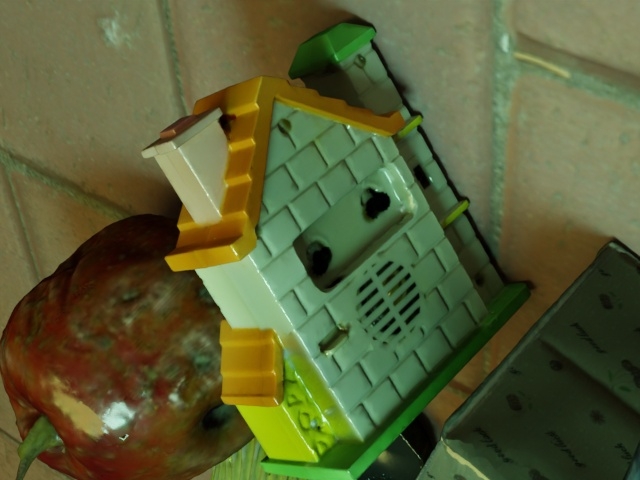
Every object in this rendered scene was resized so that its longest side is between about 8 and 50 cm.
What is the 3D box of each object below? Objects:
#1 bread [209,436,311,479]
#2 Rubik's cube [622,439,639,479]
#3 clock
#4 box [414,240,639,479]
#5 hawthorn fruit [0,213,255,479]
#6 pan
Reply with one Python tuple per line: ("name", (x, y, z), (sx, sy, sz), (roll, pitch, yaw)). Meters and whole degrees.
("bread", (-0.051, 0.258, 1.219), (0.132, 0.114, 0.190), (10, 156, -6))
("Rubik's cube", (0.329, 0.062, 0.450), (0.318, 0.316, 0.313), (31, 142, 22))
("clock", (0.000, 0.000, 0.838), (0.106, 0.220, 0.255), (-10, 114, 53))
("box", (0.172, 0.193, 0.828), (0.190, 0.225, 0.297), (38, 143, 14))
("hawthorn fruit", (-0.167, 0.106, 1.103), (0.258, 0.262, 0.258), (174, 90, -77))
("pan", (0.079, 0.216, 1.108), (0.202, 0.048, 0.128), (51, 147, -1))
